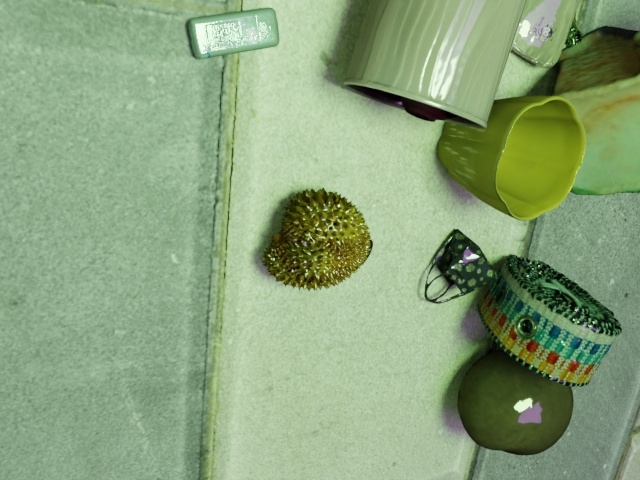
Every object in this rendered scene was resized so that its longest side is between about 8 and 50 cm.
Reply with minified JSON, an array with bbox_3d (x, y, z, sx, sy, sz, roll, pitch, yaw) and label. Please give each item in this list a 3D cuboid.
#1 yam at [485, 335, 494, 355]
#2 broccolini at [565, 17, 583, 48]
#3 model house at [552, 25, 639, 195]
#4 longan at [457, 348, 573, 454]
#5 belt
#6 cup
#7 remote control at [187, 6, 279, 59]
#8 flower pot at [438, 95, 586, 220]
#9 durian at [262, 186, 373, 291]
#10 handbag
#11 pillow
[{"bbox_3d":[0.379,0.206,1.195,0.014,0.014,0.107,2,108,-30],"label":"yam"},{"bbox_3d":[0.477,-0.439,0.976,0.052,0.054,0.194,25,102,-4],"label":"broccolini"},{"bbox_3d":[0.584,-0.261,0.963,0.245,0.312,0.280,63,37,-28],"label":"model house"},{"bbox_3d":[0.409,0.341,1.144,0.245,0.215,0.246,-1,111,-3],"label":"longan"},{"bbox_3d":[0.417,0.152,1.054,0.206,0.295,0.161,16,109,-16],"label":"belt"},{"bbox_3d":[0.197,-0.300,0.775,0.288,0.208,0.273,12,102,-22],"label":"cup"},{"bbox_3d":[-0.113,-0.277,0.731,0.124,0.018,0.053,-19,116,-22],"label":"remote control"},{"bbox_3d":[0.301,-0.149,0.913,0.195,0.179,0.195,-10,112,-26],"label":"flower pot"},{"bbox_3d":[0.000,0.000,0.838,0.168,0.137,0.158,4,128,-21],"label":"durian"},{"bbox_3d":[0.254,0.067,1.038,0.139,0.072,0.115,-44,127,-3],"label":"handbag"},{"bbox_3d":[0.400,-0.424,0.941,0.130,0.038,0.233,20,99,-19],"label":"pillow"}]
